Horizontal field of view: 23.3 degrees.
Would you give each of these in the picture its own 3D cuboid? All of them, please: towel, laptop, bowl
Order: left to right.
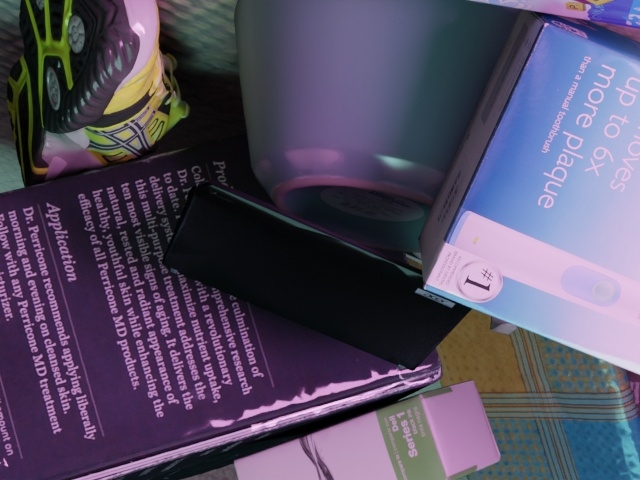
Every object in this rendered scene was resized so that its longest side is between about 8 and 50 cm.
[{"bbox_3d":[0.000,0.000,1.313,0.234,0.137,0.264,24,-156,-6],"label":"laptop"},{"bbox_3d":[0.061,-0.092,1.331,0.311,0.163,0.311,11,165,3],"label":"bowl"},{"bbox_3d":[0.249,0.156,1.853,0.271,0.370,0.040,-2,-156,41],"label":"towel"}]

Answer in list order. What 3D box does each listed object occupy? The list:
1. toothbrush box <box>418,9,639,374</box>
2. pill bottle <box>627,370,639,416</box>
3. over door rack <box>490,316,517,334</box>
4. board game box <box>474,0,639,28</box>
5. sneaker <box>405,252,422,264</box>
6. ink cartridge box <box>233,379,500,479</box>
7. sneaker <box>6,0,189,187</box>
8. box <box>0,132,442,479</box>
[{"bbox_3d":[0.249,-0.021,1.161,0.295,0.216,0.126,22,-163,-6],"label":"toothbrush box"},{"bbox_3d":[0.429,0.164,1.882,0.283,0.161,0.161,5,163,19],"label":"pill bottle"},{"bbox_3d":[0.335,0.001,1.502,0.239,0.108,0.324,16,143,-13],"label":"over door rack"},{"bbox_3d":[0.090,-0.243,0.956,0.318,0.066,0.319,10,164,6],"label":"board game box"},{"bbox_3d":[0.134,-0.022,1.650,0.153,0.094,0.235,18,164,-24],"label":"sneaker"},{"bbox_3d":[0.046,0.221,1.557,0.219,0.093,0.160,-22,171,23],"label":"ink cartridge box"},{"bbox_3d":[-0.191,-0.156,1.410,0.147,0.145,0.384,-10,172,-20],"label":"sneaker"},{"bbox_3d":[-0.185,0.109,1.644,0.471,0.297,0.480,-13,170,-16],"label":"box"}]
